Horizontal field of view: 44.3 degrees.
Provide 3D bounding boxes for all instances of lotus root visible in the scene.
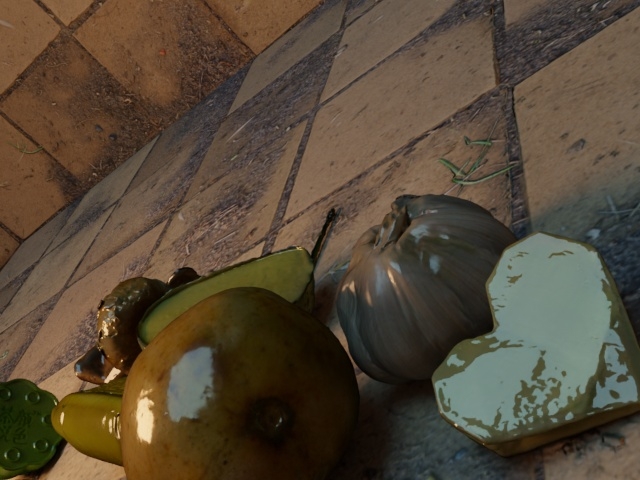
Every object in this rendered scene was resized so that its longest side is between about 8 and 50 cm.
[{"bbox_3d":[-0.582,0.372,1.457,0.186,0.186,0.186,-36,23,18],"label":"lotus root"}]

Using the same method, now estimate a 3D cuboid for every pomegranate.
[{"bbox_3d":[-0.086,0.175,0.824,0.260,0.260,0.260,-36,23,18],"label":"pomegranate"}]

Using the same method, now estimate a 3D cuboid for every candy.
[{"bbox_3d":[-0.273,0.157,1.323,0.271,0.143,0.101,-43,46,12],"label":"candy"}]

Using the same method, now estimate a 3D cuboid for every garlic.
[{"bbox_3d":[0.108,0.043,0.847,0.228,0.152,0.228,-33,31,24],"label":"garlic"}]

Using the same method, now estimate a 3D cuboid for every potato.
[{"bbox_3d":[-0.119,0.121,1.125,0.272,0.111,0.160,-21,34,0],"label":"potato"}]

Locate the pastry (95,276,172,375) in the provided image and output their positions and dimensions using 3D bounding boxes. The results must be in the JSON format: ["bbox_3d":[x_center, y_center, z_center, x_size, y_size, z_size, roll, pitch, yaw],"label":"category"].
[{"bbox_3d":[-0.269,0.130,1.189,0.081,0.153,0.153,8,51,31],"label":"pastry"}]

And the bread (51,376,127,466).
[{"bbox_3d":[-0.236,0.256,1.092,0.166,0.112,0.383,-12,1,-39],"label":"bread"}]

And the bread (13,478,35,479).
[{"bbox_3d":[-0.547,0.511,1.135,0.337,0.148,0.328,-35,24,19],"label":"bread"}]

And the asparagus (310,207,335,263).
[{"bbox_3d":[0.000,0.000,1.284,0.013,0.016,0.166,-43,19,42],"label":"asparagus"}]

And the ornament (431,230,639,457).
[{"bbox_3d":[0.206,0.097,0.675,0.180,0.059,0.201,21,76,42],"label":"ornament"}]
